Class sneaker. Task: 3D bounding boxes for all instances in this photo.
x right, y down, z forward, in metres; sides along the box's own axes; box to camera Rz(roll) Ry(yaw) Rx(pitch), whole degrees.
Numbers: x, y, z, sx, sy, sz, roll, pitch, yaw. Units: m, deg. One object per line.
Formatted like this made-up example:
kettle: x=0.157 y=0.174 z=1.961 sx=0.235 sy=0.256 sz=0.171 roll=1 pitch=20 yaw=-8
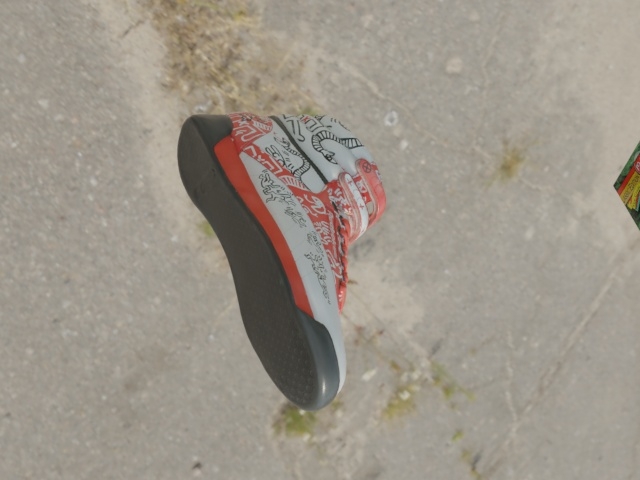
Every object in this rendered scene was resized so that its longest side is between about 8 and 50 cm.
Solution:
sneaker: x=0.000 y=-0.001 z=0.754 sx=0.144 sy=0.270 sz=0.090 roll=-7 pitch=140 yaw=-29

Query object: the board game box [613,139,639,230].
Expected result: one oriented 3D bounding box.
board game box: x=0.241 y=-0.068 z=0.509 sx=0.030 sy=0.136 sz=0.260 roll=-4 pitch=141 yaw=-16
